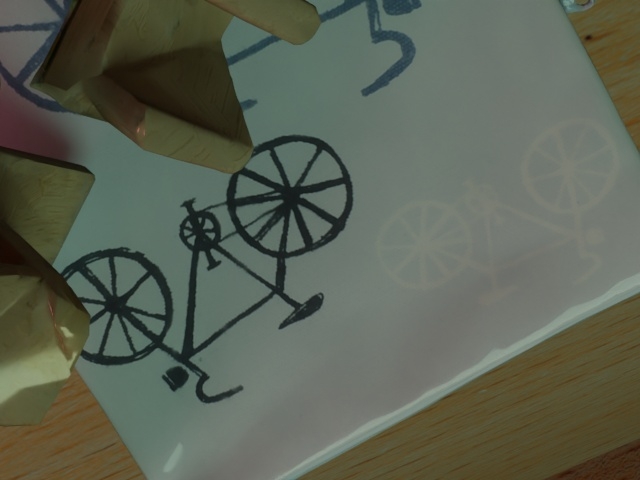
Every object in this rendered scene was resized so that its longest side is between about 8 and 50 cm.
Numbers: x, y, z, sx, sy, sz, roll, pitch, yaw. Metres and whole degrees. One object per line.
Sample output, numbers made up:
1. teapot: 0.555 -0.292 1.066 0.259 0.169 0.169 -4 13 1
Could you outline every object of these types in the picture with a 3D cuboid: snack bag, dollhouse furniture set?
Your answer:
1. snack bag: -0.018 -0.054 0.539 0.323 0.343 0.037 -31 -172 7
2. dollhouse furniture set: -0.270 -0.025 0.387 0.394 0.256 0.362 12 111 -56
